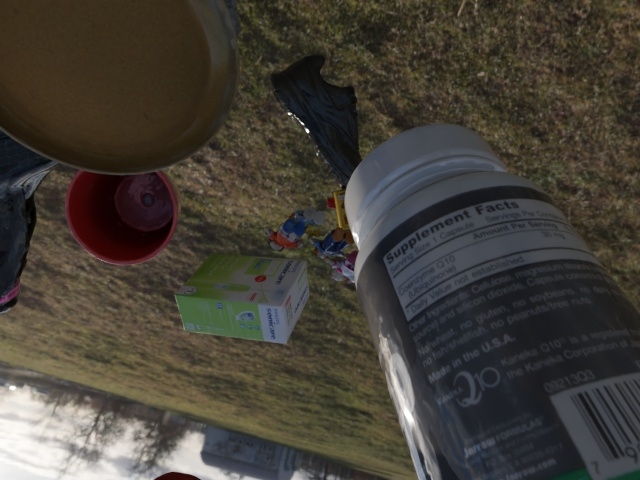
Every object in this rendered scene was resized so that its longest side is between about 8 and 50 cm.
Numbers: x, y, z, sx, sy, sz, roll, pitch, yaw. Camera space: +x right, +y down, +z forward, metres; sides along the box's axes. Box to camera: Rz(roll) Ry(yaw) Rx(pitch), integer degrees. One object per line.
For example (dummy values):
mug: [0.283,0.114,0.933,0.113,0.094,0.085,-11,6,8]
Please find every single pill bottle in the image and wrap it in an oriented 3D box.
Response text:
pill bottle: [0.147,0.072,0.419,0.204,0.361,0.204,-9,139,-8]

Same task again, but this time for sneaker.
sneaker: [-0.437,-0.016,0.606,0.483,0.185,0.202,-36,115,14]
sneaker: [0.030,-0.216,0.897,0.286,0.130,0.109,54,179,-16]

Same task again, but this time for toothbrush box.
toothbrush box: [-0.193,0.142,1.243,0.283,0.206,0.122,5,121,15]

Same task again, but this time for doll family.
doll family: [0.000,0.000,1.115,0.263,0.118,0.163,28,155,-12]

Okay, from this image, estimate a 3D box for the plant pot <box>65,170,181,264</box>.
plant pot: [-0.492,-0.095,1.278,0.275,0.274,0.243,16,-171,-7]

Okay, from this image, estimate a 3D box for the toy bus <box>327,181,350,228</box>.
toy bus: [0.091,-0.129,1.408,0.202,0.104,0.191,41,120,16]

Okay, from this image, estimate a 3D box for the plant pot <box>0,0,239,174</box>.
plant pot: [-0.183,-0.171,0.409,0.236,0.236,0.032,27,162,-31]

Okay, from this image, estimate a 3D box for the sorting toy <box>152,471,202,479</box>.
sorting toy: [-0.251,0.543,0.691,0.127,0.365,0.126,13,141,-4]

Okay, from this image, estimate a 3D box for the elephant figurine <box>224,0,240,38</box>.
elephant figurine: [-0.255,-0.330,0.732,0.240,0.186,0.169,-3,158,-24]
